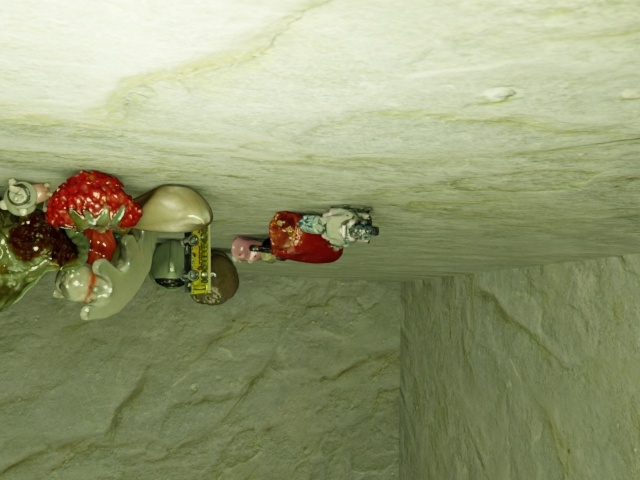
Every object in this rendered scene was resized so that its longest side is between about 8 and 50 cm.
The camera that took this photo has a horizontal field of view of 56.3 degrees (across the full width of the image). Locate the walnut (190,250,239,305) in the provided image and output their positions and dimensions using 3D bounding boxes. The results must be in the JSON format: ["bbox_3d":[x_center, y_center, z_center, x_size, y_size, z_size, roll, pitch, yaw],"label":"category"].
[{"bbox_3d":[-0.474,0.155,2.592,0.248,0.249,0.248,2,172,0],"label":"walnut"}]

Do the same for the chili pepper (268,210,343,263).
[{"bbox_3d":[0.003,0.004,1.717,0.131,0.135,0.338,-19,161,31],"label":"chili pepper"}]

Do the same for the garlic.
[{"bbox_3d":[-0.352,-0.067,1.348,0.317,0.112,0.143,-6,-169,39],"label":"garlic"}]

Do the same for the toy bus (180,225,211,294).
[{"bbox_3d":[-0.371,0.048,1.774,0.074,0.227,0.081,2,172,-33],"label":"toy bus"}]

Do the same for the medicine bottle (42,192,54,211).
[{"bbox_3d":[-0.564,-0.082,1.512,0.171,0.052,0.201,-2,170,28],"label":"medicine bottle"}]

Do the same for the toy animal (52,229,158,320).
[{"bbox_3d":[-0.602,0.060,1.686,0.188,0.308,0.266,8,176,26],"label":"toy animal"}]

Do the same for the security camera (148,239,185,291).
[{"bbox_3d":[-0.577,0.099,2.343,0.196,0.191,0.277,5,171,-14],"label":"security camera"}]

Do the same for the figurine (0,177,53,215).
[{"bbox_3d":[-0.654,-0.109,1.328,0.098,0.081,0.146,-46,-163,-33],"label":"figurine"}]

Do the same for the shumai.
[{"bbox_3d":[-0.748,0.050,1.519,0.288,0.330,0.292,18,141,-28],"label":"shumai"}]

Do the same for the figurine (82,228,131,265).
[{"bbox_3d":[-0.685,0.039,1.831,0.208,0.181,0.257,-44,-176,21],"label":"figurine"}]

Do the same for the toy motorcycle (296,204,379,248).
[{"bbox_3d":[0.040,-0.032,1.521,0.203,0.108,0.239,1,172,-1],"label":"toy motorcycle"}]

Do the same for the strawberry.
[{"bbox_3d":[-0.479,-0.098,1.244,0.190,0.111,0.236,-6,-160,-30],"label":"strawberry"}]

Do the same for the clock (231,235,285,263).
[{"bbox_3d":[-0.199,0.035,2.137,0.195,0.100,0.194,2,177,15],"label":"clock"}]
